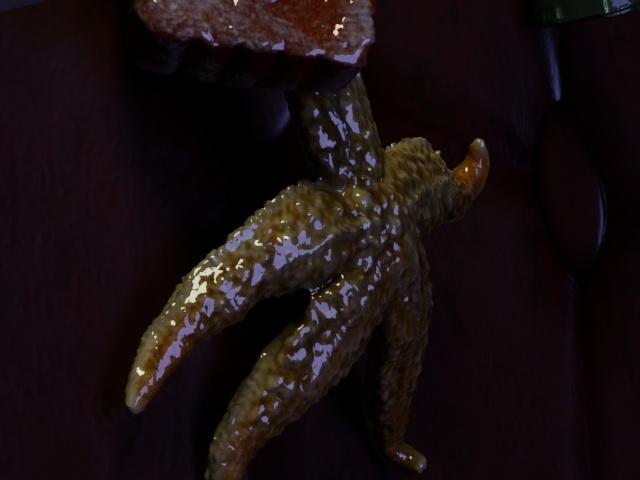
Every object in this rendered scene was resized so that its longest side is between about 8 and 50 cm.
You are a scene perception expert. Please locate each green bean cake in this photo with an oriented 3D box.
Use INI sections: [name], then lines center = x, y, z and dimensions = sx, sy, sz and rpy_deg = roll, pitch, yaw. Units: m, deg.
[green bean cake]
center = -0.040, -0.149, 0.893
dimensions = 0.136, 0.056, 0.135
rpy_deg = 7, 70, -18

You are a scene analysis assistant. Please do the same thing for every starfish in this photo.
[starfish]
center = 0.008, -0.003, 0.955
dimensions = 0.375, 0.094, 0.327
rpy_deg = -15, 97, -55

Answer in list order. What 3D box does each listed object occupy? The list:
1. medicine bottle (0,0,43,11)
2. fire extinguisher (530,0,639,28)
[medicine bottle]
center = -0.183, -0.272, 0.590
dimensions = 0.211, 0.211, 0.371
rpy_deg = -7, 88, -60
[fire extinguisher]
center = 0.180, -0.330, 1.340
dimensions = 0.095, 0.114, 0.311
rpy_deg = -150, -134, -78
